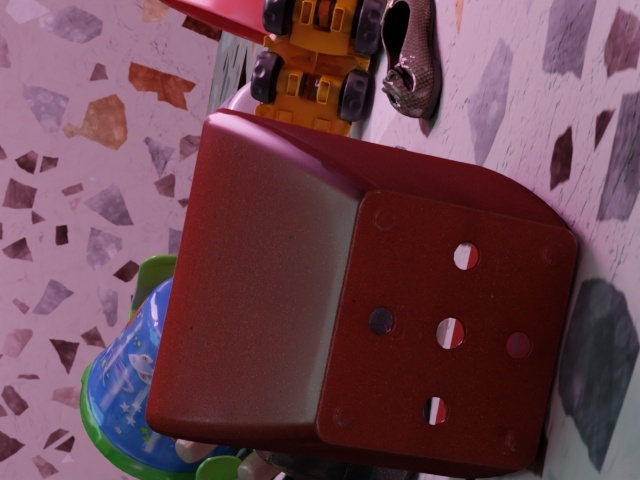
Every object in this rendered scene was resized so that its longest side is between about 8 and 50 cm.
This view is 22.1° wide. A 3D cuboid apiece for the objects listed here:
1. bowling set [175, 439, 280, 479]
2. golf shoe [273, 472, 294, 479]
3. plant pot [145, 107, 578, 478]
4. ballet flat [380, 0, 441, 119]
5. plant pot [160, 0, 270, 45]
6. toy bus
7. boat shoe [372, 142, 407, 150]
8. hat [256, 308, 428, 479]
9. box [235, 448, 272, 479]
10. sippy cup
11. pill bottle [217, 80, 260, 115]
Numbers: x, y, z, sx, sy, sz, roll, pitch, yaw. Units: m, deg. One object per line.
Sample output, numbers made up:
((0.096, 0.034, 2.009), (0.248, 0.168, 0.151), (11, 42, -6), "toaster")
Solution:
((-0.033, 0.205, 1.892), (0.154, 0.200, 0.287), (-34, -16, -36), "bowling set")
((-0.022, 0.315, 1.739), (0.176, 0.069, 0.086), (57, 132, 46), "golf shoe")
((0.049, 0.056, 1.257), (0.236, 0.267, 0.267), (13, 92, 66), "plant pot")
((0.089, -0.214, 1.801), (0.250, 0.058, 0.084), (-93, 18, -53), "ballet flat")
((-0.084, -0.430, 2.477), (0.275, 0.275, 0.243), (-155, 86, -79), "plant pot")
((0.004, -0.259, 2.126), (0.211, 0.149, 0.220), (-67, -11, -74), "toy bus")
((0.062, -0.034, 1.678), (0.258, 0.084, 0.095), (-91, -7, -56), "boat shoe")
((0.005, 0.169, 1.645), (0.331, 0.134, 0.331), (-168, 90, -79), "hat")
((-0.165, 0.377, 2.174), (0.232, 0.058, 0.322), (-37, 12, -4), "box")
((-0.176, 0.167, 2.148), (0.240, 0.305, 0.224), (-38, -15, -43), "sippy cup")
((-0.075, -0.143, 2.324), (0.283, 0.160, 0.160), (171, 110, -79), "pill bottle")
